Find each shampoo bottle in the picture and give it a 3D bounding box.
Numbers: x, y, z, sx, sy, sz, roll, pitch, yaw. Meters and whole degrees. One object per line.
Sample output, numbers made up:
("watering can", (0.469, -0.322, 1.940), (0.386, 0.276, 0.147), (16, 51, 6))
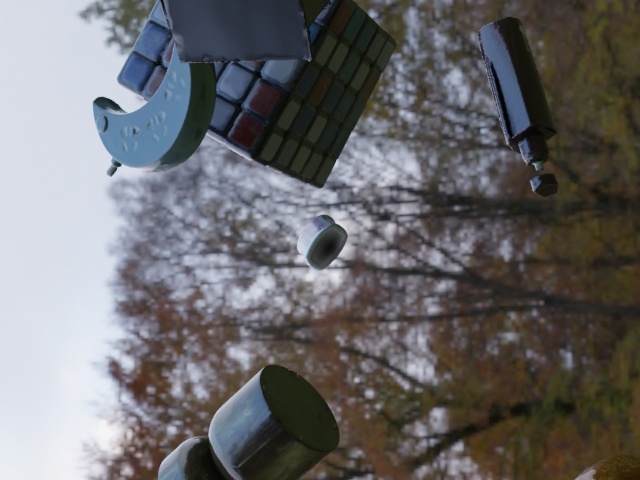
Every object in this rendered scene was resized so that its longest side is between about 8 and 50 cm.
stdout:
("shampoo bottle", (0.259, -0.171, 1.484), (0.068, 0.067, 0.236), (13, -122, -45))
("shampoo bottle", (0.000, 0.000, 1.658), (0.043, 0.072, 0.099), (37, -177, -16))

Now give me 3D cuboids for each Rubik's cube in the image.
("Rubik's cube", (-0.095, -0.284, 1.841), (0.293, 0.292, 0.287), (-60, -22, 4))

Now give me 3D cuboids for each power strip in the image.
("power strip", (-0.238, -0.178, 1.631), (0.054, 0.253, 0.168), (4, -121, -48))

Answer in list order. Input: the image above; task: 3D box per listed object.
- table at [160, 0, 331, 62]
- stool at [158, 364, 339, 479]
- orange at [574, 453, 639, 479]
("table", (-0.077, -0.309, 1.199), (0.169, 0.172, 0.193), (-62, -33, -48))
("stool", (-0.119, 0.354, 1.917), (0.179, 0.264, 0.179), (39, -158, -19))
("orange", (0.494, 0.438, 1.740), (0.249, 0.249, 0.183), (-38, -42, -59))
